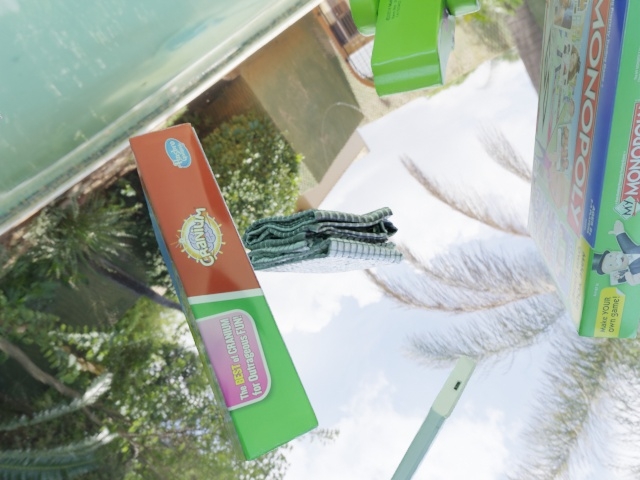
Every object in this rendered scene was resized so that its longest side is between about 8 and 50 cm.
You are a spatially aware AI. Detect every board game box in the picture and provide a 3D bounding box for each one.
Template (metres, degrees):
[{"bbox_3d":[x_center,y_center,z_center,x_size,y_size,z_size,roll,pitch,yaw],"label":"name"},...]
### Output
[{"bbox_3d":[0.233,-0.109,0.402,0.046,0.317,0.213,-1,-154,13],"label":"board game box"},{"bbox_3d":[-0.115,0.073,0.517,0.064,0.316,0.242,-19,160,-20],"label":"board game box"}]

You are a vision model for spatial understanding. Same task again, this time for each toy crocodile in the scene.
[{"bbox_3d":[0.102,-0.285,0.478,0.115,0.105,0.340,-7,-116,26],"label":"toy crocodile"}]

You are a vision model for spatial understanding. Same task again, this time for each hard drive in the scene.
[{"bbox_3d":[0.261,0.471,1.140,0.233,0.047,0.353,-30,144,-53],"label":"hard drive"}]

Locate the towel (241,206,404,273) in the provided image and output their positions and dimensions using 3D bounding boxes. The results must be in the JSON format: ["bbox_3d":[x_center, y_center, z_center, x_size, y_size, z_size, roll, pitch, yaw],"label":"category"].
[{"bbox_3d":[0.000,0.000,0.994,0.235,0.121,0.284,5,168,-40],"label":"towel"}]

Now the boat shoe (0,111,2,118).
[{"bbox_3d":[-0.460,-0.165,0.596,0.227,0.079,0.081,16,-93,61],"label":"boat shoe"}]
